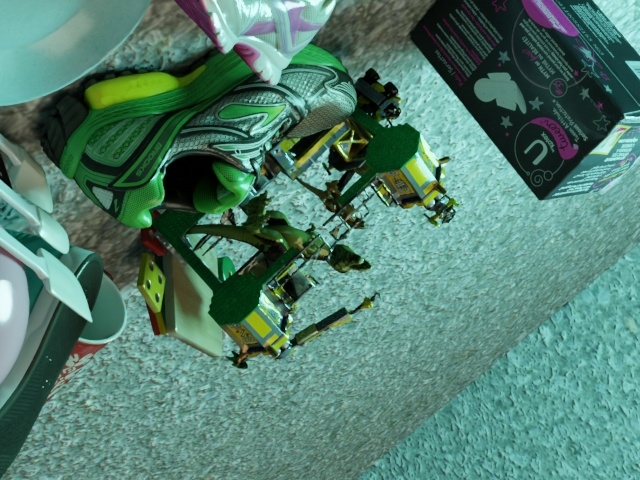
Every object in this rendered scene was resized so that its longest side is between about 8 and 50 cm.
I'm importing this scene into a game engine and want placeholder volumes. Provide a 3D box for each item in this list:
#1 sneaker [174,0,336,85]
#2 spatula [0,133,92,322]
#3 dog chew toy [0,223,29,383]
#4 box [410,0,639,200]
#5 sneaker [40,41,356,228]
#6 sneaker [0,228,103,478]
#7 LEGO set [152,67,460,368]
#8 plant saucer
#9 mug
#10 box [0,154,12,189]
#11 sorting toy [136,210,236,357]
[{"bbox_3d":[-0.061,-0.222,1.319,0.111,0.103,0.252,-44,166,7],"label":"sneaker"},{"bbox_3d":[-0.264,-0.040,1.288,0.019,0.168,0.242,-22,153,9],"label":"spatula"},{"bbox_3d":[-0.396,0.046,1.213,0.332,0.206,0.206,8,133,-49],"label":"dog chew toy"},{"bbox_3d":[0.247,-0.181,1.678,0.163,0.247,0.142,-8,148,-52],"label":"box"},{"bbox_3d":[-0.092,-0.091,1.467,0.343,0.146,0.134,-23,156,-38],"label":"sneaker"},{"bbox_3d":[-0.348,0.108,1.433,0.295,0.178,0.124,-62,166,-17],"label":"sneaker"},{"bbox_3d":[0.000,0.000,1.629,0.331,0.255,0.192,-50,135,-10],"label":"LEGO set"},{"bbox_3d":[-0.219,-0.185,1.210,0.195,0.037,0.195,-32,160,-13],"label":"plant saucer"},{"bbox_3d":[-0.285,0.108,1.647,0.150,0.113,0.169,-8,149,-50],"label":"mug"},{"bbox_3d":[-0.320,-0.047,1.373,0.083,0.018,0.067,-30,159,-16],"label":"box"},{"bbox_3d":[-0.162,0.055,1.720,0.046,0.132,0.274,-10,161,16],"label":"sorting toy"}]
